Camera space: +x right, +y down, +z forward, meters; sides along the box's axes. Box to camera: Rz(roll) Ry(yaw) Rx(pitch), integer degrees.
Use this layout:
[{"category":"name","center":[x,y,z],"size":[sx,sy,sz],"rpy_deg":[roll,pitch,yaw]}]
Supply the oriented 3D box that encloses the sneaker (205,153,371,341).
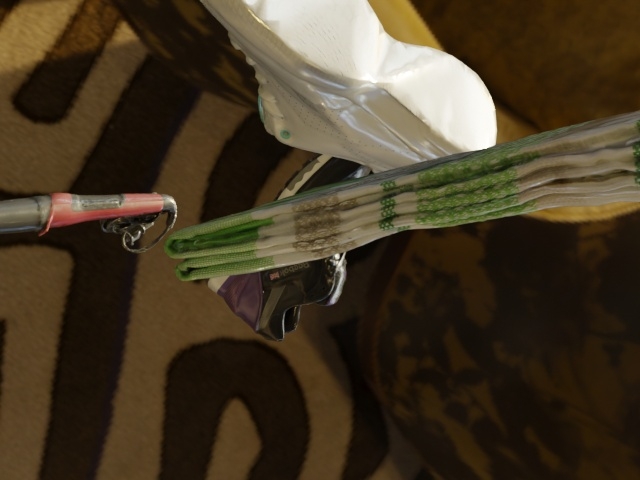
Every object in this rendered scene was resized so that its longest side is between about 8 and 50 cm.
[{"category":"sneaker","center":[0.000,0.000,1.400],"size":[0.283,0.124,0.107],"rpy_deg":[-48,169,33]}]

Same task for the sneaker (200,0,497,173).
[{"category":"sneaker","center":[-0.008,-0.087,0.644],"size":[0.212,0.094,0.080],"rpy_deg":[35,52,-33]}]

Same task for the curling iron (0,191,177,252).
[{"category":"curling iron","center":[-0.236,-0.014,1.087],"size":[0.274,0.035,0.068],"rpy_deg":[-4,137,-45]}]

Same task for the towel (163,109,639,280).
[{"category":"towel","center":[0.044,-0.015,0.373],"size":[0.113,0.152,0.023],"rpy_deg":[-20,97,-63]}]
